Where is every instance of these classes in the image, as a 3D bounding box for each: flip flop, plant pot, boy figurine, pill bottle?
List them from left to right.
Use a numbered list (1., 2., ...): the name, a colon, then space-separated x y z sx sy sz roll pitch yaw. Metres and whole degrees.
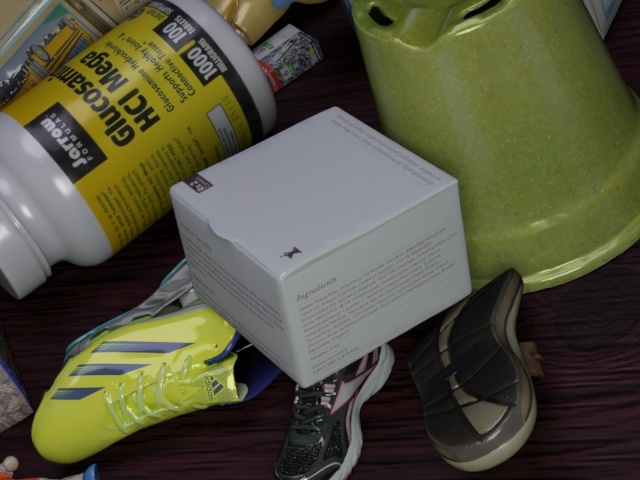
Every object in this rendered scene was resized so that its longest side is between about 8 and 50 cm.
1. pill bottle: -0.223 -0.095 1.610 0.334 0.188 0.188 -40 39 -16
2. boy figurine: -0.105 -0.270 1.826 0.285 0.092 0.177 -33 34 -10
3. flip flop: 0.136 0.110 1.235 0.112 0.080 0.277 -38 17 14
4. plant pot: 0.153 -0.135 1.378 0.276 0.254 0.276 -16 39 13

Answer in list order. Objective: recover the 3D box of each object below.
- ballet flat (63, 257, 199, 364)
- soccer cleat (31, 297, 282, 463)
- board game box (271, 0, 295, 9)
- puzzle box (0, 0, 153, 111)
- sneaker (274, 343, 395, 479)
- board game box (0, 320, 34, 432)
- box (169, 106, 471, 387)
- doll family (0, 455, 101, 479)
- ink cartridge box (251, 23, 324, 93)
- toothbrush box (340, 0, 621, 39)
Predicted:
1. ballet flat: -0.143 0.077 1.474 0.213 0.072 0.068 -36 64 -10
2. soccer cleat: -0.125 0.118 1.381 0.289 0.093 0.121 -31 40 -5
3. board game box: 0.028 -0.332 1.659 0.201 0.035 0.136 -24 38 8
4. puzzle box: -0.349 -0.197 1.655 0.409 0.272 0.052 -49 39 1
5. sneaker: 0.000 0.129 1.304 0.072 0.077 0.178 -4 43 28
6. board game box: -0.425 0.048 1.526 0.141 0.232 0.291 -30 38 -4
7. box: 0.000 0.000 1.304 0.182 0.119 0.181 -28 39 -22
8. doll family: -0.252 0.303 1.237 0.163 0.118 0.263 -6 46 1
9. ink cartridge box: -0.060 -0.195 1.760 0.115 0.029 0.063 -36 38 -13
10. toothbrush box: 0.188 -0.323 1.681 0.296 0.126 0.216 1 46 33
